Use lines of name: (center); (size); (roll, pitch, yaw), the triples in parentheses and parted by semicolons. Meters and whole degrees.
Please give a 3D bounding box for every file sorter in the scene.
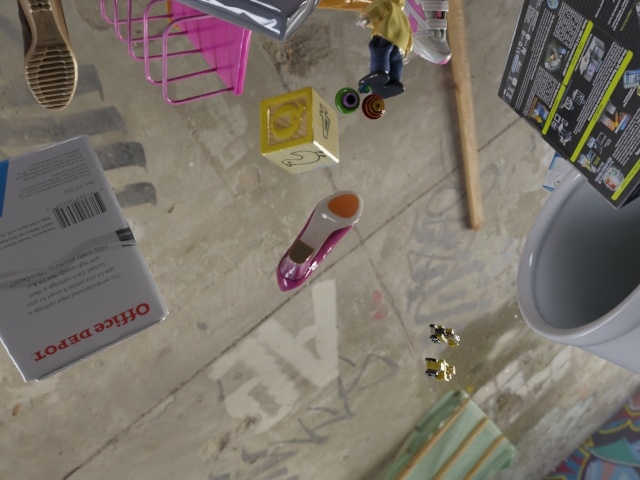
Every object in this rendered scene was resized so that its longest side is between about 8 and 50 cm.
file sorter: (-0.294, -0.441, 1.035); (0.182, 0.290, 0.202); (-25, 155, -30)

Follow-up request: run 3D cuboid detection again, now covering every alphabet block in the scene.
alphabet block: (-0.065, -0.346, 1.673); (0.193, 0.193, 0.197); (-11, 164, 25)

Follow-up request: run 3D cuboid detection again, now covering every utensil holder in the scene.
utensil holder: (0.556, 0.063, 0.773); (0.386, 0.327, 0.327); (23, 110, -7)

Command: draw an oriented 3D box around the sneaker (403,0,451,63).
sneaker: (0.273, -0.573, 1.333); (0.103, 0.252, 0.111); (-22, 175, -35)

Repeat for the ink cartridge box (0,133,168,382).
ink cartridge box: (-0.251, 0.013, 0.496); (0.140, 0.082, 0.190); (-26, 110, -21)

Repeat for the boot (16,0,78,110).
boot: (-0.523, -0.396, 0.998); (0.090, 0.206, 0.248); (-8, 127, -24)

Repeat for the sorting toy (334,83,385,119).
sorting toy: (0.082, -0.268, 1.001); (0.102, 0.042, 0.061); (9, 96, -16)

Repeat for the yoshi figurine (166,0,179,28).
yoshi figurine: (-0.279, -0.723, 1.606); (0.363, 0.203, 0.203); (-18, 130, 22)

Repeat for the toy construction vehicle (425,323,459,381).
toy construction vehicle: (0.195, 0.179, 0.819); (0.035, 0.085, 0.098); (-10, 149, 28)

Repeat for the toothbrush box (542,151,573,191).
toothbrush box: (0.636, -0.158, 1.035); (0.126, 0.296, 0.216); (6, 105, -52)

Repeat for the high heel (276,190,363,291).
high heel: (0.000, 0.000, 1.020); (0.244, 0.082, 0.117); (-54, 174, -37)

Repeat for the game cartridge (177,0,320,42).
game cartridge: (-0.068, -0.353, 0.575); (0.196, 0.294, 0.060); (18, 154, -5)

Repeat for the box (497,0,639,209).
box: (0.294, -0.187, 0.525); (0.060, 0.216, 0.270); (-30, 152, -9)

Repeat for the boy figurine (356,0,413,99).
boy figurine: (0.147, -0.483, 1.207); (0.177, 0.092, 0.284); (15, 74, -42)

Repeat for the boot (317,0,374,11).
boot: (0.058, -0.647, 1.357); (0.295, 0.211, 0.104); (-26, 136, -49)
